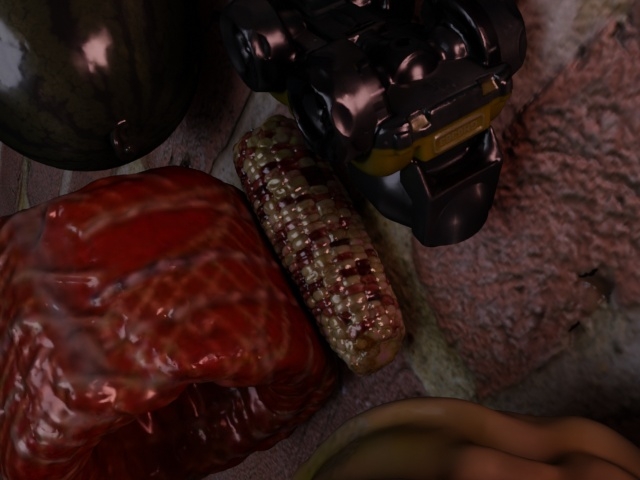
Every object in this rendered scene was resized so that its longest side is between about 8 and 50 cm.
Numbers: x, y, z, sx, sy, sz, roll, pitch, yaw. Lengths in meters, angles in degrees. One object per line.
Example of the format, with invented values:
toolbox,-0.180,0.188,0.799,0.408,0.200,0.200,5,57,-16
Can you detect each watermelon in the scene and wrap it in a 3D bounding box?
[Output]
watermelon,-0.274,-0.229,0.797,0.359,0.279,0.279,61,144,15

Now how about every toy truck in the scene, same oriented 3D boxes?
toy truck,0.036,-0.104,0.528,0.224,0.147,0.165,45,158,42

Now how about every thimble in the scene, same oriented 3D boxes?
thimble,-0.169,0.109,0.719,0.230,0.350,0.350,62,145,26

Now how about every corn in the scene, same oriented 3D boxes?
corn,0.000,0.000,0.653,0.253,0.086,0.086,62,145,20

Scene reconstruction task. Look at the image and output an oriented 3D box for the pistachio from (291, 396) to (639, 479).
pistachio,0.124,0.305,0.408,0.365,0.281,0.445,-17,96,30
